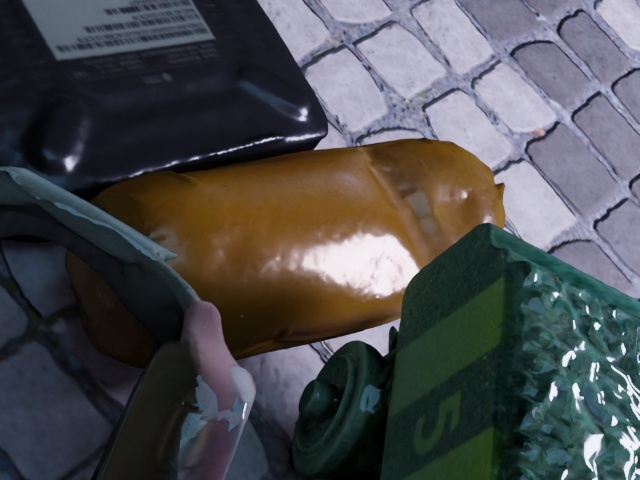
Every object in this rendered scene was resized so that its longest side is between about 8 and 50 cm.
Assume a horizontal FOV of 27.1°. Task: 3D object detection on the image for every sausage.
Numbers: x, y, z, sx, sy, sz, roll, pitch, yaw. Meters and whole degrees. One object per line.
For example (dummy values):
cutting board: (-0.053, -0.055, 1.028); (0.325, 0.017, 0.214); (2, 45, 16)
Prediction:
sausage: (-0.002, 0.003, 0.911); (0.353, 0.116, 0.134); (-10, 62, -41)

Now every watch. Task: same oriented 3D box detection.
watch: (-0.168, 0.091, 0.685); (0.241, 0.162, 0.253); (22, 74, -5)

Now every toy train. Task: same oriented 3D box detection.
toy train: (0.083, 0.144, 0.780); (0.166, 0.238, 0.299); (26, 48, -21)

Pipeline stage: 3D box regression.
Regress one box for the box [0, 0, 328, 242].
box: (-0.160, -0.149, 0.943); (0.290, 0.073, 0.289); (-16, 68, -41)
